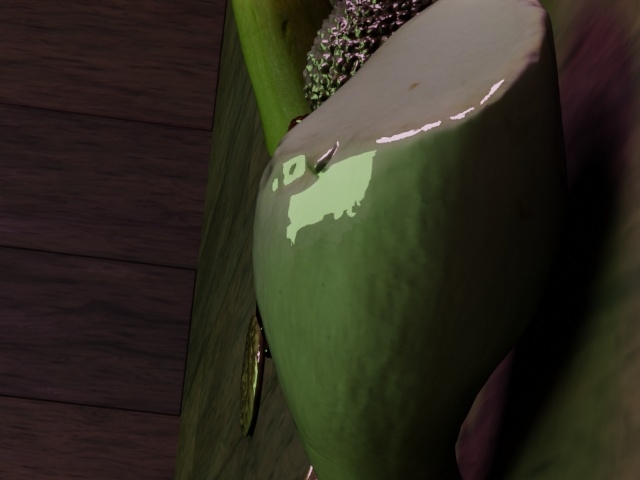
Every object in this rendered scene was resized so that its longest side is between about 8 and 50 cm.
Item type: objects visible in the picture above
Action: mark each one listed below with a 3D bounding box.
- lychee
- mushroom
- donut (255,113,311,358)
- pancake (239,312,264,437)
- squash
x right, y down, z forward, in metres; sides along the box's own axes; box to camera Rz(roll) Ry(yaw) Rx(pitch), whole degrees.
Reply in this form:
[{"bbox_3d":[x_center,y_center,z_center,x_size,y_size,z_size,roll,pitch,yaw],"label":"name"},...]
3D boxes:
[{"bbox_3d":[0.026,-0.075,0.793,0.067,0.068,0.083,9,89,43],"label":"lychee"},{"bbox_3d":[0.030,0.028,0.570,0.116,0.093,0.225,-60,-24,-53],"label":"mushroom"},{"bbox_3d":[0.000,0.000,0.946,0.140,0.059,0.140,-173,90,-84],"label":"donut"},{"bbox_3d":[-0.061,0.119,1.568,0.115,0.011,0.115,-173,90,-84],"label":"pancake"},{"bbox_3d":[-0.023,-0.153,1.271,0.090,0.075,0.200,-64,-31,-43],"label":"squash"}]
